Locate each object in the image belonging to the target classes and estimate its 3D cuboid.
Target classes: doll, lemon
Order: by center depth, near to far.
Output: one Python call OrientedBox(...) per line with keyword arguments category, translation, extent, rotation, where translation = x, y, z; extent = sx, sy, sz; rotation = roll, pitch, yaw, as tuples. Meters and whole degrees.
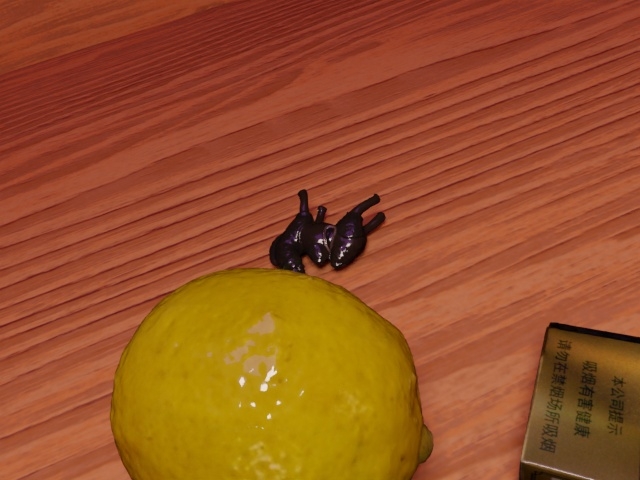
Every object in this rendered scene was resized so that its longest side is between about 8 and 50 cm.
OrientedBox(category="lemon", translation=(-0.047, 0.136, 0.482), extent=(0.287, 0.234, 0.234), rotation=(6, 42, 17))
OrientedBox(category="doll", translation=(0.000, 0.000, 0.774), extent=(0.138, 0.057, 0.165), rotation=(9, 52, 23))

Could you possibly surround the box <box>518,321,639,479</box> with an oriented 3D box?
OrientedBox(category="box", translation=(0.300, 0.165, 0.467), extent=(0.239, 0.071, 0.159), rotation=(7, 41, 25))
